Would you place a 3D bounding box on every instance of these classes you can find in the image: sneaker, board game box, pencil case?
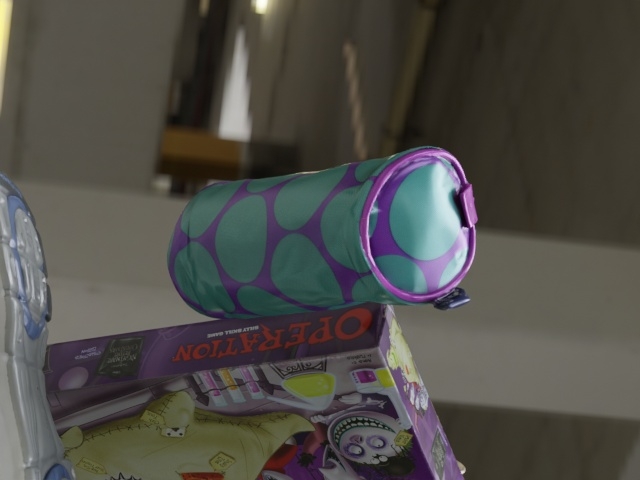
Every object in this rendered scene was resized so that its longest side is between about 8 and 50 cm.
[{"bbox_3d":[-0.201,0.112,0.975,0.111,0.129,0.297,61,20,-78],"label":"sneaker"},{"bbox_3d":[-0.094,0.143,1.090,0.056,0.346,0.208,-80,152,-44],"label":"board game box"},{"bbox_3d":[0.000,0.000,0.772,0.151,0.070,0.064,-6,-88,53],"label":"pencil case"}]

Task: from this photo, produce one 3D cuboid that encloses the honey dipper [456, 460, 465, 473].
[{"bbox_3d":[0.079,0.252,1.486,0.030,0.030,0.161,-115,-140,-72],"label":"honey dipper"}]
